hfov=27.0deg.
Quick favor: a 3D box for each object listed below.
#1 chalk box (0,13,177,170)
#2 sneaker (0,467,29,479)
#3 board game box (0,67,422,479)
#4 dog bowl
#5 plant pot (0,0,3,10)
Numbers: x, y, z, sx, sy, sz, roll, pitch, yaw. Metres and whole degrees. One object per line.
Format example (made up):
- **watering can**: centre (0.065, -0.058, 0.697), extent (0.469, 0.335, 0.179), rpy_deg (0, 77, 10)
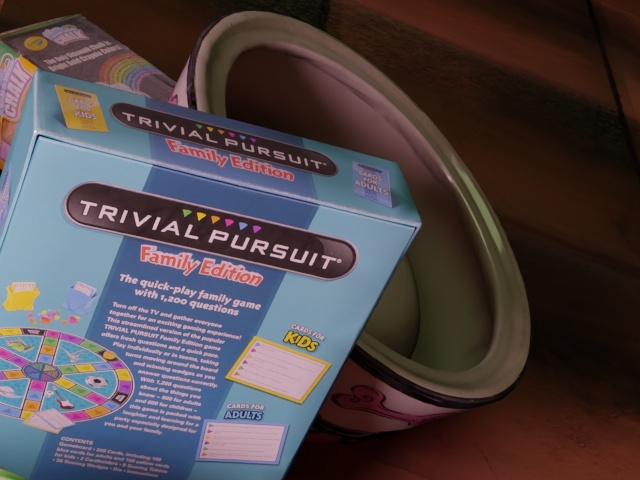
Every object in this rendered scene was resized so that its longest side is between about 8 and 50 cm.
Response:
- **chalk box**: centre (-0.255, -0.132, 1.327), extent (0.213, 0.132, 0.132), rpy_deg (35, 33, 17)
- **sneaker**: centre (-0.318, 0.240, 0.716), extent (0.483, 0.185, 0.202), rpy_deg (0, 58, -32)
- **board game box**: centre (-0.118, 0.069, 0.920), extent (0.254, 0.336, 0.079), rpy_deg (13, 33, -21)
- **dog bowl**: centre (0.000, 0.000, 1.188), extent (0.408, 0.150, 0.408), rpy_deg (34, 34, -27)
- **plant pot**: centre (-0.463, -0.273, 1.244), extent (0.254, 0.237, 0.237), rpy_deg (6, 35, -45)
